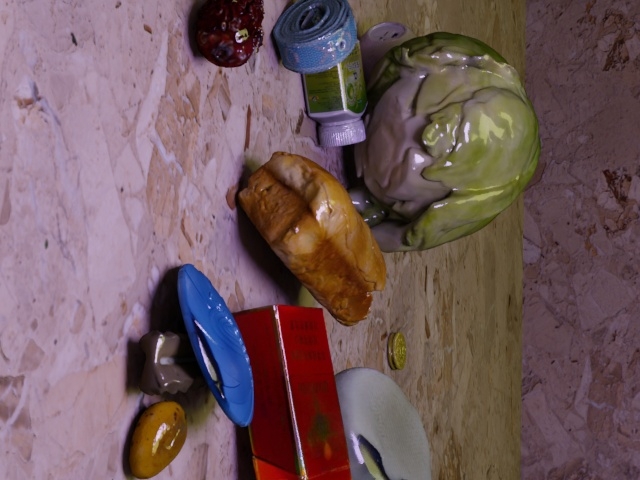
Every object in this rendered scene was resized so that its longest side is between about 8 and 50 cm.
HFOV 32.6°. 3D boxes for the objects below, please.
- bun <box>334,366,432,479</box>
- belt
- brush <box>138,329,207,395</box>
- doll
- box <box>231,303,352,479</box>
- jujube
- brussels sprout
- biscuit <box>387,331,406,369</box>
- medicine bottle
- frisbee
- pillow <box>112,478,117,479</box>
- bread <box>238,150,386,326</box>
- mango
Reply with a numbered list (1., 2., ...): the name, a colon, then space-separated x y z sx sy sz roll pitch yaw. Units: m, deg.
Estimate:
1. bun: 0.066 0.374 1.957 0.283 0.179 0.283 39 36 -36
2. belt: -0.005 -0.359 1.908 0.163 0.147 0.082 -43 136 -26
3. brush: -0.171 0.169 1.530 0.301 0.071 0.084 18 67 -73
4. doll: 0.154 -0.317 2.319 0.151 0.150 0.287 -69 155 -46
5. box: -0.043 0.263 1.741 0.197 0.089 0.313 15 63 -68
6. jujube: -0.137 -0.328 1.637 0.166 0.104 0.104 -86 160 -47
7. brussels sprout: 0.258 -0.181 2.141 0.361 0.342 0.425 3 111 -30
8. biscuit: 0.169 0.244 2.416 0.084 0.023 0.084 -4 90 -69
9. medicine bottle: 0.029 -0.276 2.046 0.132 0.088 0.189 -38 121 -64
10. frisbee: -0.134 0.141 1.526 0.242 0.045 0.242 -23 90 -85
11. pillow: -0.198 0.458 1.318 0.310 0.138 0.284 45 46 -55
12. bread: 0.003 -0.006 1.810 0.195 0.149 0.344 51 -1 34
13. mango: -0.213 0.259 1.422 0.079 0.057 0.114 72 34 -43
